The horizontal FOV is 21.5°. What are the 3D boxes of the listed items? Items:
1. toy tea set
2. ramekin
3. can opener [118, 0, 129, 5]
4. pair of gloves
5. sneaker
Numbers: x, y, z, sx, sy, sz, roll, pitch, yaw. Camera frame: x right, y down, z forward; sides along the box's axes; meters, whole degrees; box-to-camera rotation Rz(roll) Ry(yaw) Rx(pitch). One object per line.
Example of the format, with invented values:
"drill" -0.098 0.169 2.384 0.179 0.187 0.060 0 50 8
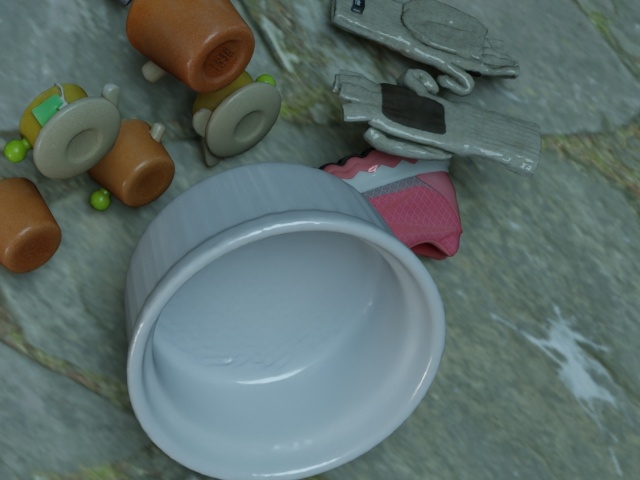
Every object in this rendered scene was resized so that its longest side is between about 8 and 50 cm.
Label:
"toy tea set" -0.195 -0.118 1.518 0.336 0.200 0.124 -32 59 -20
"ramekin" -0.041 0.066 1.472 0.277 0.135 0.277 -8 125 -11
"can opener" -0.109 -0.336 1.620 0.095 0.076 0.283 32 71 -10
"pair of gloves" 0.105 -0.152 1.618 0.204 0.042 0.240 12 41 -13
"sneaker" 0.001 0.000 1.572 0.314 0.116 0.136 -18 87 -20
